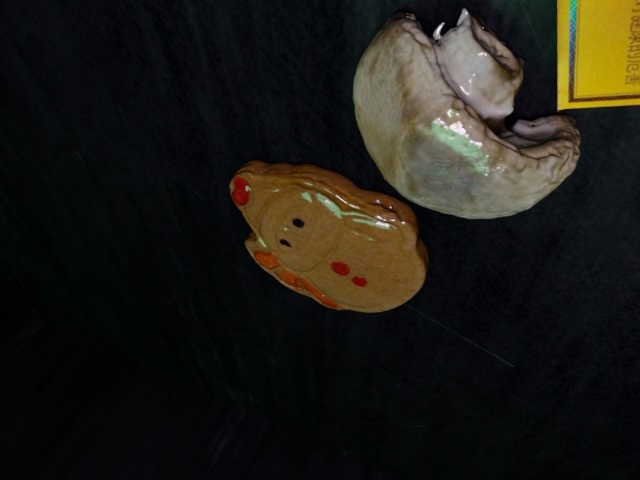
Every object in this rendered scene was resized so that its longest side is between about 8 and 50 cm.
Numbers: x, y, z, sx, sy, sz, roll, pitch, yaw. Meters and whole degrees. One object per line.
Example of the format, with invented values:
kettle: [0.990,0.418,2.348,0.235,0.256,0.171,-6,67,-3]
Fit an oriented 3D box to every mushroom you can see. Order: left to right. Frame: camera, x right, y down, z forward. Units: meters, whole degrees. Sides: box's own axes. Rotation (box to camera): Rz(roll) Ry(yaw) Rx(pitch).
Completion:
mushroom: [0.143,-0.119,0.559,0.267,0.164,0.189,40,141,-12]

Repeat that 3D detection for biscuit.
biscuit: [0.000,0.000,0.881,0.381,0.074,0.359,32,141,-8]

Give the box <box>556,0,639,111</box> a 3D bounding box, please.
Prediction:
box: [0.350,-0.211,0.376,0.302,0.084,0.192,5,136,30]
